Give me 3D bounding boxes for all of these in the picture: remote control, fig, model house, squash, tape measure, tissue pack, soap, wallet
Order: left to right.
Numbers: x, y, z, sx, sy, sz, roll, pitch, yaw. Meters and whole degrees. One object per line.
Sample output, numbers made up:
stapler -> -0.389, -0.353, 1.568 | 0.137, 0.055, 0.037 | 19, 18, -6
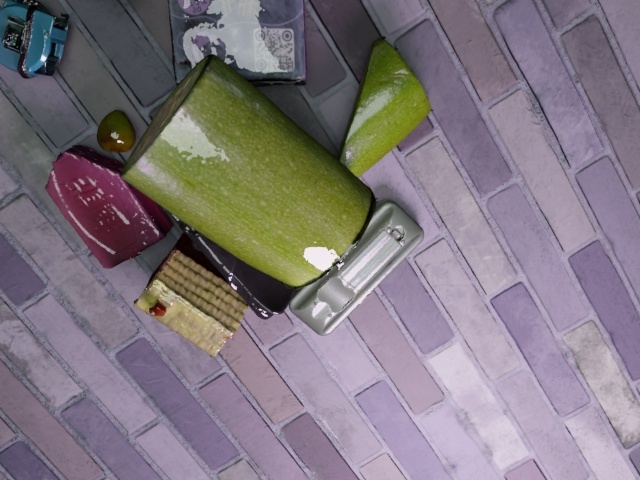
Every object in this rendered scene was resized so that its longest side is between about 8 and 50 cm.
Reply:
tape measure -> -0.558, -0.384, 1.044 | 0.125, 0.081, 0.146 | 20, 103, 2
soap -> -0.443, -0.080, 1.128 | 0.162, 0.099, 0.250 | -30, 105, 12
fig -> -0.411, -0.222, 1.105 | 0.074, 0.074, 0.088 | 3, 83, -4
model house -> -0.256, 0.119, 1.111 | 0.196, 0.254, 0.160 | 38, 106, -13
wallet -> -0.183, -0.018, 1.112 | 0.051, 0.197, 0.377 | -31, 105, 29
tissue pack -> -0.155, -0.474, 1.028 | 0.259, 0.122, 0.361 | -4, 103, -4
squash -> -0.119, -0.104, 0.976 | 0.384, 0.263, 0.263 | 37, 100, -24
remote control -> 0.078, 0.066, 1.213 | 0.128, 0.065, 0.335 | 41, 99, -15
squash -> 0.073, -0.241, 1.109 | 0.288, 0.111, 0.203 | -37, 103, 8
